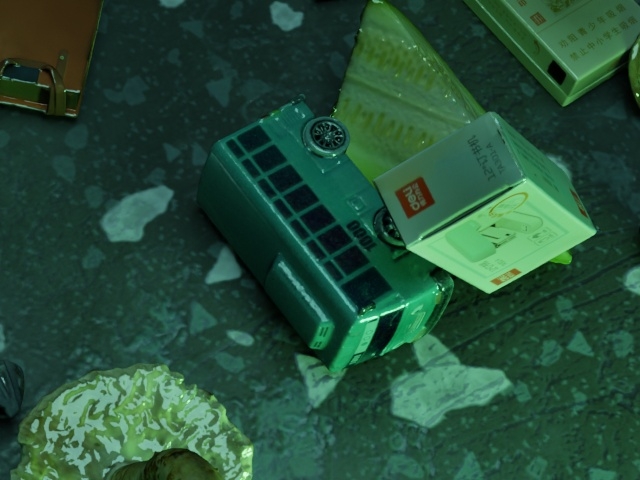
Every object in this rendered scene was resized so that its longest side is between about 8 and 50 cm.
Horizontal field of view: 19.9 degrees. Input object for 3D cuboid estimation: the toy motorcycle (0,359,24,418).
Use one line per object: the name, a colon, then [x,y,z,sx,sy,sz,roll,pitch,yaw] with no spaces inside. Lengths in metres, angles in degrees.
toy motorcycle: [-0.361,0.118,1.695,0.215,0.080,0.122,42,61,17]

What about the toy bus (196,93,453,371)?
toy bus: [0.000,0.000,1.808,0.147,0.128,0.256,-29,70,-27]

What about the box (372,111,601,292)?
box: [0.164,-0.031,1.739,0.135,0.269,0.079,-30,70,14]

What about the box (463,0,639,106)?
box: [0.262,-0.262,2.051,0.141,0.058,0.201,-34,73,-26]

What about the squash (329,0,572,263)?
squash: [0.155,-0.121,1.905,0.289,0.203,0.111,19,17,2]

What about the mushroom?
mushroom: [-0.123,0.203,1.589,0.208,0.302,0.233,9,68,-46]

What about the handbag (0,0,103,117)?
handbag: [-0.298,-0.222,1.913,0.127,0.063,0.190,10,56,-7]

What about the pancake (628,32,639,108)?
pancake: [0.383,-0.190,2.029,0.115,0.011,0.114,-4,97,-31]
